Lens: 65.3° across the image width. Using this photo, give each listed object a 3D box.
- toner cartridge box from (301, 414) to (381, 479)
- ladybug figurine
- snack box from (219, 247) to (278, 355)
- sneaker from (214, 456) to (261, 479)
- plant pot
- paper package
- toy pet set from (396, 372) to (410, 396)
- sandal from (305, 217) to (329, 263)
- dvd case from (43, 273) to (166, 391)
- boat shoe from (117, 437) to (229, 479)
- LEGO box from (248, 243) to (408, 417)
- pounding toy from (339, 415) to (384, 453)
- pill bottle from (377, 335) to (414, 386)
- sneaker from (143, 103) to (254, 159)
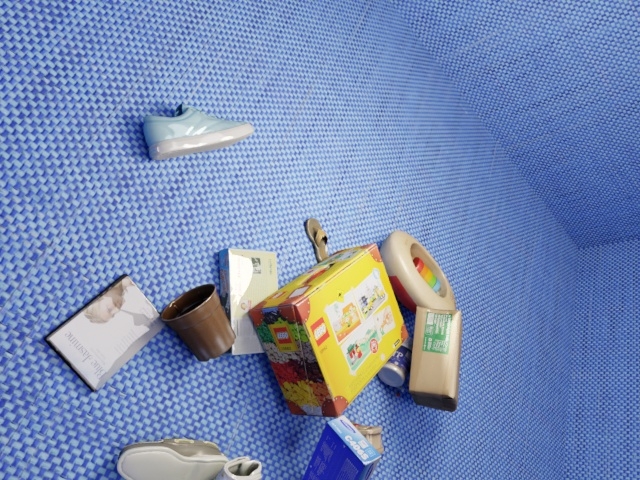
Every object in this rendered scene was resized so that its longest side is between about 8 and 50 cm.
[{"bbox_3d":[0.041,0.702,1.462,0.075,0.165,0.347,-6,124,-45],"label":"toner cartridge box"},{"bbox_3d":[0.385,0.162,2.033,0.449,0.162,0.305,50,32,-14],"label":"ladybug figurine"},{"bbox_3d":[-0.219,0.189,1.557,0.187,0.060,0.321,7,74,-44],"label":"snack box"},{"bbox_3d":[-0.190,0.681,1.350,0.169,0.108,0.292,-53,139,-2],"label":"sneaker"},{"bbox_3d":[-0.326,0.233,1.387,0.167,0.167,0.165,-45,118,-41],"label":"plant pot"},{"bbox_3d":[0.440,0.448,1.881,0.309,0.168,0.324,60,38,-60],"label":"paper package"},{"bbox_3d":[0.359,0.558,1.996,0.122,0.065,0.114,0,79,-44],"label":"toy pet set"},{"bbox_3d":[0.000,0.000,1.821,0.072,0.049,0.180,-19,92,-44],"label":"sandal"},{"bbox_3d":[-0.536,0.229,1.275,0.180,0.022,0.253,56,48,-17],"label":"dvd case"},{"bbox_3d":[-0.379,0.564,1.286,0.305,0.091,0.109,24,94,-36],"label":"boat shoe"},{"bbox_3d":[0.053,0.275,1.649,0.500,0.193,0.372,-31,104,-50],"label":"LEGO box"},{"bbox_3d":[0.116,0.609,1.623,0.154,0.269,0.154,-1,78,-10],"label":"pounding toy"},{"bbox_3d":[0.305,0.461,1.937,0.112,0.112,0.186,57,44,-16],"label":"pill bottle"},{"bbox_3d":[-0.362,-0.351,1.518,0.366,0.135,0.150,-23,98,-45],"label":"sneaker"}]
